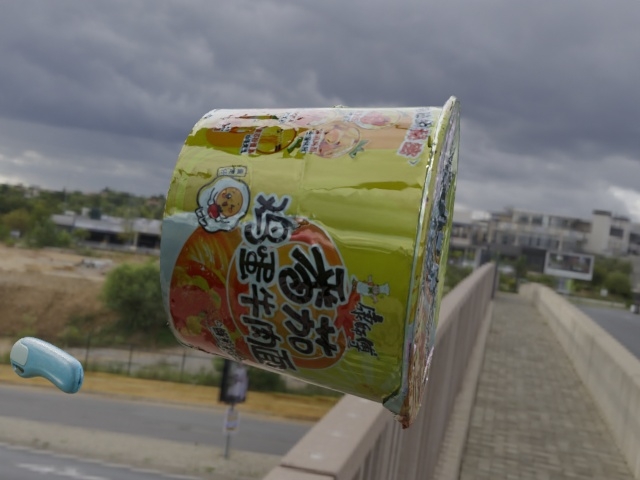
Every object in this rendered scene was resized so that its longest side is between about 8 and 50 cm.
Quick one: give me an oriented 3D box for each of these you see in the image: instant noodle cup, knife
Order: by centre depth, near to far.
[{"bbox_3d":[0.000,0.000,0.690,0.200,0.264,0.264,9,1,13],"label":"instant noodle cup"},{"bbox_3d":[-0.403,0.184,1.240,0.031,0.064,0.222,14,-4,-42],"label":"knife"}]
